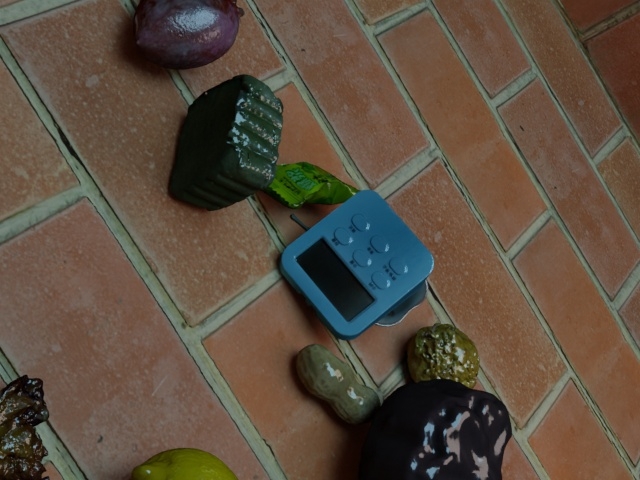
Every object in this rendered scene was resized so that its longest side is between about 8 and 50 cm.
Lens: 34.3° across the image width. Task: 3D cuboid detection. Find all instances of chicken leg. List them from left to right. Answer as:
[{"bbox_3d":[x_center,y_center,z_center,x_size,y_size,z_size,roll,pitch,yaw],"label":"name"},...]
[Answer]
[{"bbox_3d":[-0.478,0.338,1.496,0.177,0.083,0.322,58,37,-28],"label":"chicken leg"}]

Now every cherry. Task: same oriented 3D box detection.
[{"bbox_3d":[-0.271,-0.420,2.009,0.192,0.175,0.250,50,44,0],"label":"cherry"}]

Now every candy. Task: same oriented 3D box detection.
[{"bbox_3d":[-0.017,-0.118,2.155,0.246,0.069,0.149,0,29,-48],"label":"candy"}]

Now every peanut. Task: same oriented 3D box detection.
[{"bbox_3d":[0.042,0.289,2.027,0.228,0.085,0.104,46,26,-20],"label":"peanut"}]

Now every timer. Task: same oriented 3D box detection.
[{"bbox_3d":[0.071,0.049,2.083,0.250,0.091,0.232,-37,79,-22],"label":"timer"}]

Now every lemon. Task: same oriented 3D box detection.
[{"bbox_3d":[-0.211,0.423,1.632,0.244,0.187,0.187,46,44,-29],"label":"lemon"}]

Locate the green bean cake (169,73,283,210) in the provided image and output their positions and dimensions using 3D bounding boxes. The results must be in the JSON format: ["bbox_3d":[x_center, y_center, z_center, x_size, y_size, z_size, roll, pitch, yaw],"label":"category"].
[{"bbox_3d":[-0.173,-0.187,1.953,0.125,0.222,0.227,21,60,-36],"label":"green bean cake"}]

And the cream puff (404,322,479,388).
[{"bbox_3d":[0.271,0.257,2.241,0.189,0.129,0.189,26,51,-37],"label":"cream puff"}]

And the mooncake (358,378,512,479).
[{"bbox_3d":[0.232,0.467,1.977,0.350,0.212,0.381,-21,102,-43],"label":"mooncake"}]

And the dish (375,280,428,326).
[{"bbox_3d":[0.106,0.086,2.169,0.229,0.081,0.229,5,64,-11],"label":"dish"}]

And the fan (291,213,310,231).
[{"bbox_3d":[0.000,0.000,2.190,0.175,0.005,0.113,42,47,-24],"label":"fan"}]
